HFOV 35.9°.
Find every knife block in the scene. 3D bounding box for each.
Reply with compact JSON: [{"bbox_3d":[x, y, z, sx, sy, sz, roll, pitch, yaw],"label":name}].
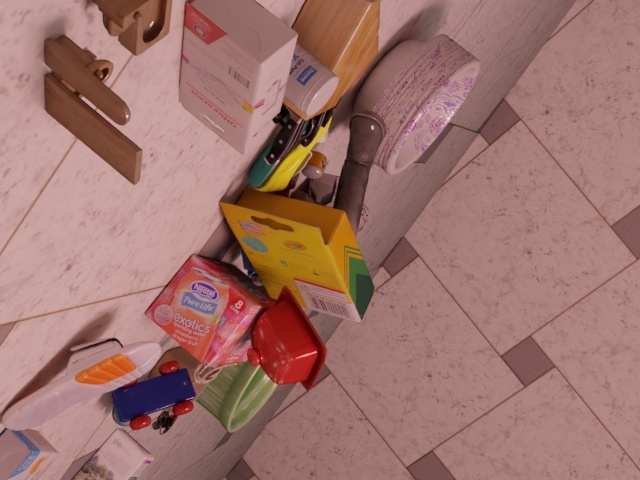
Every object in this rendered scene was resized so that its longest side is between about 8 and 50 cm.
[{"bbox_3d":[-0.021,-0.239,1.445,0.242,0.088,0.276,-49,170,-9],"label":"knife block"}]

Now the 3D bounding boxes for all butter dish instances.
[{"bbox_3d":[-0.078,0.193,1.781,0.118,0.160,0.160,-20,153,-27],"label":"butter dish"}]

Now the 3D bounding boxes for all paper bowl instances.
[{"bbox_3d":[0.173,-0.280,1.943,0.284,0.148,0.284,-48,170,-12],"label":"paper bowl"}]

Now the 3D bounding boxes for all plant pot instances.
[{"bbox_3d":[-0.295,0.285,2.072,0.109,0.096,0.109,-52,169,11],"label":"plant pot"}]

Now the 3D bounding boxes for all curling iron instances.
[{"bbox_3d":[-0.332,0.375,2.389,0.274,0.035,0.068,-56,168,26],"label":"curling iron"}]

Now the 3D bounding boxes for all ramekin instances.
[{"bbox_3d":[-0.181,0.281,2.303,0.303,0.148,0.303,-53,166,-19],"label":"ramekin"}]

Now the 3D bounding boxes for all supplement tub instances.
[{"bbox_3d":[-0.036,-0.231,1.363,0.071,0.107,0.071,-48,169,-13],"label":"supplement tub"}]

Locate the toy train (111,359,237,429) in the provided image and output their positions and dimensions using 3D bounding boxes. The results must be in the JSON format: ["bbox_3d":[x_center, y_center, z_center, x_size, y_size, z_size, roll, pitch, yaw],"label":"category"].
[{"bbox_3d":[-0.293,0.302,1.958,0.248,0.105,0.143,-16,167,-25],"label":"toy train"}]

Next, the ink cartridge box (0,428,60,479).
[{"bbox_3d":[-0.498,0.369,1.623,0.104,0.061,0.181,-49,170,-8],"label":"ink cartridge box"}]

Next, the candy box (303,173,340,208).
[{"bbox_3d":[0.000,0.000,2.034,0.159,0.071,0.234,117,-26,-49],"label":"candy box"}]

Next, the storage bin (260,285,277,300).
[{"bbox_3d":[-0.071,0.057,2.255,0.180,0.084,0.122,-48,169,-9],"label":"storage bin"}]

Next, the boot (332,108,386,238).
[{"bbox_3d":[0.058,-0.108,1.794,0.190,0.076,0.209,88,21,-58],"label":"boot"}]

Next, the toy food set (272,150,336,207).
[{"bbox_3d":[-0.037,-0.067,1.817,0.232,0.111,0.105,90,15,-64],"label":"toy food set"}]

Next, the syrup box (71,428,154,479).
[{"bbox_3d":[-0.481,0.533,2.158,0.237,0.093,0.096,-49,169,-10],"label":"syrup box"}]

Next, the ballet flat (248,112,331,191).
[{"bbox_3d":[-0.033,-0.168,1.646,0.077,0.077,0.231,14,126,-40],"label":"ballet flat"}]

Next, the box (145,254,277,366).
[{"bbox_3d":[-0.187,0.136,1.863,0.142,0.154,0.300,-51,168,2],"label":"box"}]

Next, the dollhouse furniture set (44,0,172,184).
[{"bbox_3d":[-0.171,-0.173,0.966,0.151,0.123,0.144,-44,168,-30],"label":"dollhouse furniture set"}]

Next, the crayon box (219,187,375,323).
[{"bbox_3d":[-0.034,0.016,1.757,0.081,0.202,0.319,-63,154,-25],"label":"crayon box"}]

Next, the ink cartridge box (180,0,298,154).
[{"bbox_3d":[-0.102,-0.201,1.175,0.067,0.115,0.198,-45,169,-27],"label":"ink cartridge box"}]

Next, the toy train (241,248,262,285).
[{"bbox_3d":[-0.091,0.007,1.968,0.105,0.080,0.184,86,26,-42],"label":"toy train"}]

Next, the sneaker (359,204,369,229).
[{"bbox_3d":[0.062,-0.062,2.390,0.111,0.103,0.252,-52,176,-15],"label":"sneaker"}]

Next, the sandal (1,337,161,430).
[{"bbox_3d":[-0.381,0.204,1.547,0.265,0.076,0.102,-25,152,-17],"label":"sandal"}]
